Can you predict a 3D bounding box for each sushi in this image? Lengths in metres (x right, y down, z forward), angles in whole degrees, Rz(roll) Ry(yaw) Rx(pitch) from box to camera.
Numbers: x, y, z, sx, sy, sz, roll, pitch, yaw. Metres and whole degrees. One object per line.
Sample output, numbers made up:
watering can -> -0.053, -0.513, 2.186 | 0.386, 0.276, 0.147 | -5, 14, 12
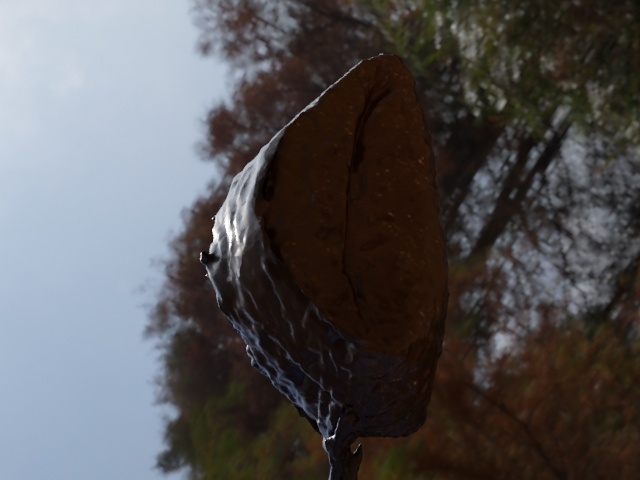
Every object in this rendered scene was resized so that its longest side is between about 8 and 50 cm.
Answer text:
sushi -> 0.001, 0.000, 0.680 | 0.149, 0.140, 0.287 | -5, -115, -3
